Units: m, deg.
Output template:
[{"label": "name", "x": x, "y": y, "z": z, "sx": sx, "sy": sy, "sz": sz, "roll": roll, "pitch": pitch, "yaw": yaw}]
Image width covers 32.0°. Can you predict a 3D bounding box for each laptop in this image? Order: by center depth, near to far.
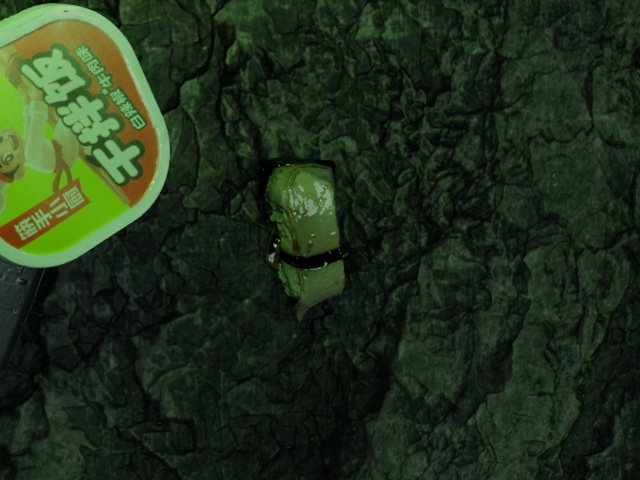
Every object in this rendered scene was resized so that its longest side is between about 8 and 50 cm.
[{"label": "laptop", "x": -0.460, "y": 0.068, "z": 1.516, "sx": 0.153, "sy": 0.026, "sz": 0.207, "roll": 22, "pitch": 91, "yaw": -31}]

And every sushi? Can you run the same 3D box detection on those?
[{"label": "sushi", "x": -0.016, "y": 0.012, "z": 1.705, "sx": 0.134, "sy": 0.109, "sz": 0.273, "roll": -6, "pitch": 106, "yaw": -28}]

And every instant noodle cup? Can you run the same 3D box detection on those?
[{"label": "instant noodle cup", "x": -0.380, "y": -0.128, "z": 1.326, "sx": 0.293, "sy": 0.307, "sz": 0.294, "roll": -6, "pitch": 100, "yaw": -40}]
